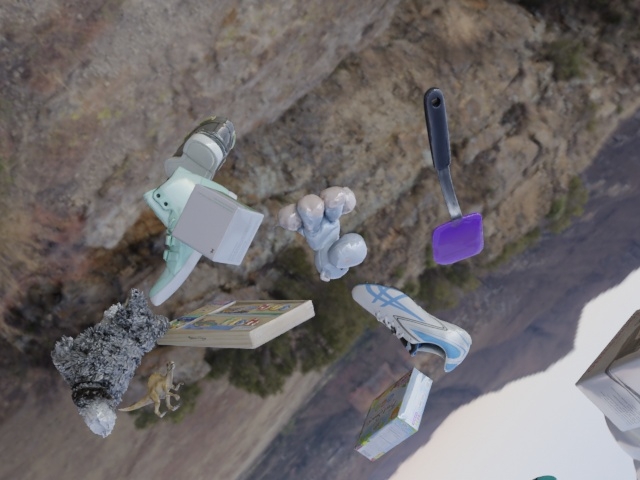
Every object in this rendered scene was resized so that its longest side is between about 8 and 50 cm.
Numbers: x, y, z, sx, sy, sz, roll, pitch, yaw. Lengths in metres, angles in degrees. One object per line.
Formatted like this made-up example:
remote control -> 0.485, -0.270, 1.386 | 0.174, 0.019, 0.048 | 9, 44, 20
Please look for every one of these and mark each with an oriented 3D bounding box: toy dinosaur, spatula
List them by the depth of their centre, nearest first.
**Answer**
spatula -> 0.183, -0.084, 1.032 | 0.084, 0.030, 0.296 | -20, 120, -5
toy dinosaur -> -0.363, 0.346, 1.600 | 0.183, 0.092, 0.053 | -46, 161, 14

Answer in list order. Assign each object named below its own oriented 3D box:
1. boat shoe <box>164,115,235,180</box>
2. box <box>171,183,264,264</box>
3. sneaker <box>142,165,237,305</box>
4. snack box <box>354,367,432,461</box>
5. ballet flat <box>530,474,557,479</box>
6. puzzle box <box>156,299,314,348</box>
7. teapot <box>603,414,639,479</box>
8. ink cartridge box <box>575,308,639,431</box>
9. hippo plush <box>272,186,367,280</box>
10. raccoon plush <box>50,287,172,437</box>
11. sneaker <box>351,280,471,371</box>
boat shoe -> -0.265, -0.187, 1.583 | 0.091, 0.109, 0.305 | -57, -166, -24
box -> -0.172, -0.026, 1.199 | 0.101, 0.101, 0.087 | -63, 155, 6
sneaker -> -0.285, -0.014, 1.335 | 0.255, 0.151, 0.094 | -59, -170, -6
snack box -> 0.190, 0.453, 1.853 | 0.207, 0.070, 0.174 | -51, -175, 42
ballet flat -> 0.550, 0.623, 1.808 | 0.114, 0.041, 0.041 | -1, 141, -30
puzzle box -> -0.254, 0.240, 2.097 | 0.409, 0.052, 0.272 | -5, -169, 38
teapot -> 0.723, 0.369, 1.507 | 0.256, 0.252, 0.187 | -25, 142, 5
ink cartridge box -> 0.610, 0.188, 1.219 | 0.223, 0.129, 0.307 | -41, 169, -21
hippo plush -> 0.000, 0.000, 2.081 | 0.294, 0.236, 0.234 | -29, 170, 37
raccoon plush -> -0.513, 0.327, 1.917 | 0.299, 0.446, 0.216 | -39, 130, -13
sneaker -> 0.152, 0.149, 1.277 | 0.086, 0.237, 0.085 | -54, 159, -19
